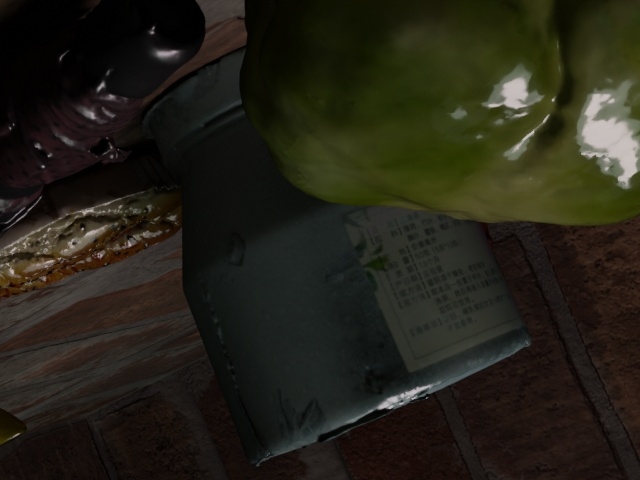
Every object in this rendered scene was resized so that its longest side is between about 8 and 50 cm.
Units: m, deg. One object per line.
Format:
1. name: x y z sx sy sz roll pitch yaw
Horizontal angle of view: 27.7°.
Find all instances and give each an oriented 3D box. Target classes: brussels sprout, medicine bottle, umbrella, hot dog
1. brussels sprout: 0.105 -0.117 0.715 0.273 0.243 0.316 -19 174 16
2. medicine bottle: 0.000 0.000 1.036 0.245 0.290 0.245 -24 174 -3
3. umbrella: -0.178 -0.068 0.784 0.090 0.094 0.326 -25 176 -46
4. hot dog: -0.231 -0.003 1.134 0.267 0.075 0.144 -24 170 -10

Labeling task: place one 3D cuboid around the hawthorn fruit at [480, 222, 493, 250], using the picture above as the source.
1. hawthorn fruit: 0.023 0.009 1.355 0.276 0.276 0.307 -27 157 27

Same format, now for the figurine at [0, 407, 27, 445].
1. figurine: -0.479 0.161 1.232 0.326 0.218 0.169 -29 -146 -10
